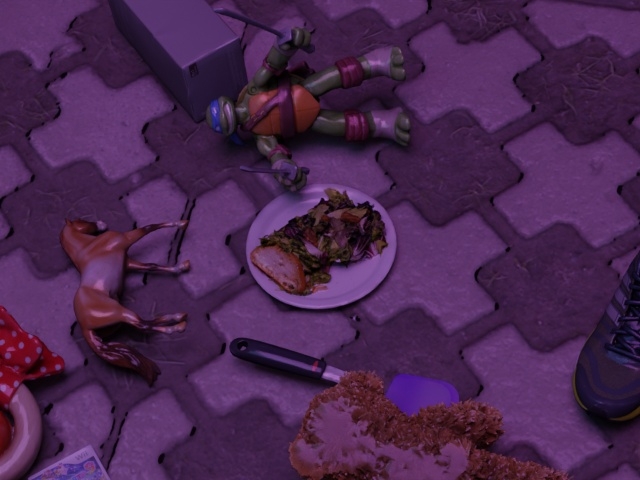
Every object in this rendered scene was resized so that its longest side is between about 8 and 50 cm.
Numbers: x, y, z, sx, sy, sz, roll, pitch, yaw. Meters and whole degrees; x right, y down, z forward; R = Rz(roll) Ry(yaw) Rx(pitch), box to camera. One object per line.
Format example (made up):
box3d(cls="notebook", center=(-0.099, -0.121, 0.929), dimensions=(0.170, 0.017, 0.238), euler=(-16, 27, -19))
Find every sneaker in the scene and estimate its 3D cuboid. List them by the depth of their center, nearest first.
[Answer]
box3d(cls="sneaker", center=(0.392, 0.086, 1.909), dimensions=(0.111, 0.121, 0.300), euler=(20, 60, 18))

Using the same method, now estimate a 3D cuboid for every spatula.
box3d(cls="spatula", center=(0.026, 0.172, 1.933), dimensions=(0.296, 0.030, 0.084), euler=(19, 61, 9))

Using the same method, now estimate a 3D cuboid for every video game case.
box3d(cls="video game case", center=(-0.290, 0.315, 1.887), dimensions=(0.087, 0.011, 0.122), euler=(-28, 58, -13))

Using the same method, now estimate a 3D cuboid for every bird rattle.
box3d(cls="bird rattle", center=(-0.427, 0.217, 1.930), dimensions=(0.253, 0.143, 0.207), euler=(-19, 67, -23))

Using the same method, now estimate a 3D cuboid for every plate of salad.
box3d(cls="plate of salad", center=(0.000, 0.000, 2.051), dimensions=(0.200, 0.048, 0.199), euler=(-3, 55, 4))

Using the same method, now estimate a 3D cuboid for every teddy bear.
box3d(cls="teddy bear", center=(0.131, 0.288, 1.817), dimensions=(0.338, 0.113, 0.245), euler=(10, 75, 11))

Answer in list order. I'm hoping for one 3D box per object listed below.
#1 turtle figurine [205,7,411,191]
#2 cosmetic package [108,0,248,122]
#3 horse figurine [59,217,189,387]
box3d(cls="turtle figurine", center=(-0.010, -0.176, 2.068), dimensions=(0.266, 0.274, 0.197), euler=(-9, 71, -11))
box3d(cls="cosmetic package", center=(-0.207, -0.297, 2.225), dimensions=(0.107, 0.127, 0.238), euler=(-34, 61, -16))
box3d(cls="horse figurine", center=(-0.258, 0.062, 2.024), dimensions=(0.174, 0.066, 0.263), euler=(-1, 53, -2))
